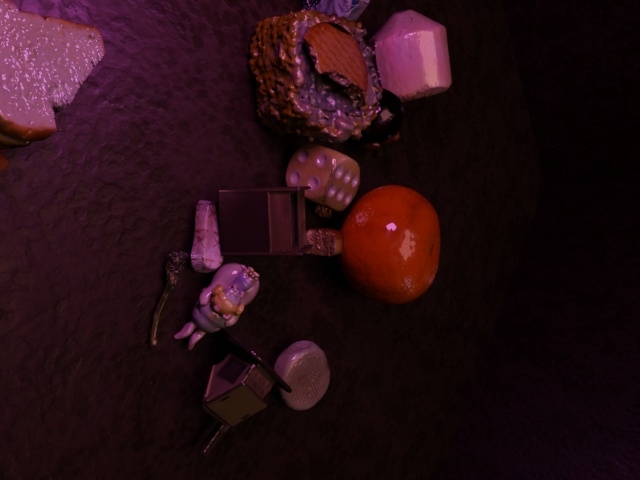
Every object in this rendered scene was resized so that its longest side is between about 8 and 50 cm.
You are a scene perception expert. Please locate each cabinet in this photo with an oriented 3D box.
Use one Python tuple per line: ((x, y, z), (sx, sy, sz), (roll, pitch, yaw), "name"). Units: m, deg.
((-0.138, -0.055, 1.201), (0.148, 0.215, 0.174), (-36, 124, -75), "cabinet")

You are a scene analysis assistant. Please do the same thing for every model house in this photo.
((-0.253, 0.414, 1.174), (0.278, 0.205, 0.218), (-49, 127, -24), "model house")

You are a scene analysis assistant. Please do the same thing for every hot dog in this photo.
((-0.291, -0.009, 1.177), (0.108, 0.059, 0.191), (16, 76, -56), "hot dog")

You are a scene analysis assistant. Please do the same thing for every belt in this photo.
((0.040, -0.779, 1.362), (0.150, 0.207, 0.257), (-29, 107, -40), "belt")

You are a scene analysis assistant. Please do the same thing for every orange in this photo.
((0.235, 0.018, 1.566), (0.424, 0.327, 0.423), (-11, 102, -61), "orange")

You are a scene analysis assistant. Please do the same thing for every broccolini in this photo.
((-0.380, 0.140, 1.103), (0.051, 0.054, 0.238), (31, 73, -60), "broccolini")

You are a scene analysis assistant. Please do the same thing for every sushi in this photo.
((-0.005, -0.457, 1.322), (0.397, 0.240, 0.350), (-11, 103, -44), "sushi")

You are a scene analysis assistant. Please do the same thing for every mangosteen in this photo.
((0.190, -0.402, 1.572), (0.211, 0.212, 0.249), (-36, 129, -40), "mangosteen")

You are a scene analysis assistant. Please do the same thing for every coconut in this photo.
((0.318, -0.667, 1.634), (0.298, 0.298, 0.309), (-28, 110, -43), "coconut")

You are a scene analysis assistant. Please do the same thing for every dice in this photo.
((0.009, -0.193, 1.384), (0.169, 0.170, 0.166), (14, 99, -55), "dice")

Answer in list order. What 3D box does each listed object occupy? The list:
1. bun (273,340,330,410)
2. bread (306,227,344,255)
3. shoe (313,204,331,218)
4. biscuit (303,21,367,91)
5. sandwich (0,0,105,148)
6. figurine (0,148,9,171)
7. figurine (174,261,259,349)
((-0.067, 0.420, 1.433), (0.221, 0.108, 0.221), (-10, 105, -40), "bun")
((0.000, -0.002, 1.446), (0.125, 0.156, 0.086), (-26, 120, -73), "bread")
((0.025, -0.125, 1.510), (0.069, 0.072, 0.109), (32, 59, -4), "shoe")
((0.047, -0.470, 1.186), (0.176, 0.031, 0.228), (-55, 128, -23), "biscuit")
((-0.510, -0.292, 0.808), (0.288, 0.100, 0.254), (-25, 104, -68), "sandwich")
((-0.627, -0.187, 0.766), (0.102, 0.111, 0.195), (-43, 129, -16), "figurine")
((-0.262, 0.174, 1.160), (0.127, 0.155, 0.235), (51, 59, -26), "figurine")
